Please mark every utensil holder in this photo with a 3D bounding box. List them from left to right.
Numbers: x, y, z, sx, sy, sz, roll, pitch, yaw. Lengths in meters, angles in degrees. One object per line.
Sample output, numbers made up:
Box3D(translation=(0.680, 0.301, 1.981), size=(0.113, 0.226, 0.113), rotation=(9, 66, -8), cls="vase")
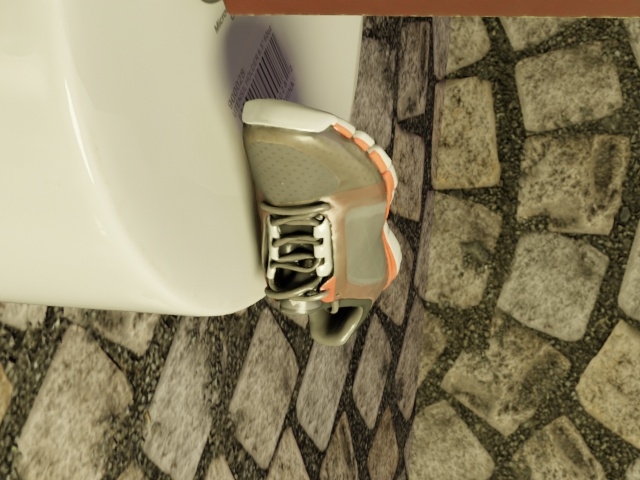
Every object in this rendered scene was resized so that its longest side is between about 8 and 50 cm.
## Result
Box3D(translation=(-0.207, -0.133, 0.566), size=(0.327, 0.385, 0.328), rotation=(4, 90, -68), cls="utensil holder")

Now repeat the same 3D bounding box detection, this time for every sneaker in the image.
Box3D(translation=(0.000, 0.000, 0.518), size=(0.065, 0.061, 0.158), rotation=(-68, 153, -24), cls="sneaker")

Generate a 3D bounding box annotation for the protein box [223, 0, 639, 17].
Box3D(translation=(0.065, -0.201, 0.439), size=(0.136, 0.201, 0.200), rotation=(68, 34, -50), cls="protein box")
